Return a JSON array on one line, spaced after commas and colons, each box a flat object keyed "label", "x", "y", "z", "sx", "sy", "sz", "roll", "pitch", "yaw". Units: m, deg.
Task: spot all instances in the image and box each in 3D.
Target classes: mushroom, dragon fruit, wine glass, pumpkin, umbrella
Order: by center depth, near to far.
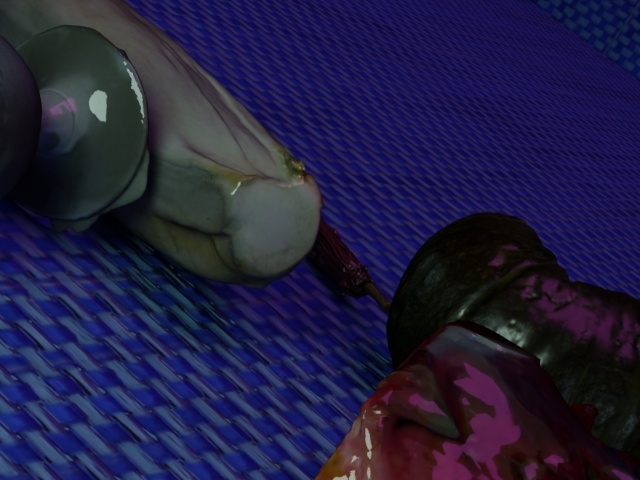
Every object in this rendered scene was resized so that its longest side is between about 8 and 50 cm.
[{"label": "dragon fruit", "x": 0.086, "y": 0.121, "z": 0.672, "sx": 0.161, "sy": 0.126, "sz": 0.274, "roll": 37, "pitch": 17, "yaw": 12}, {"label": "wine glass", "x": -0.169, "y": -0.051, "z": 0.732, "sx": 0.103, "sy": 0.103, "sz": 0.222, "roll": 40, "pitch": 18, "yaw": 20}, {"label": "pumpkin", "x": 0.110, "y": 0.067, "z": 0.886, "sx": 0.183, "sy": 0.119, "sz": 0.107, "roll": 32, "pitch": 14, "yaw": 14}, {"label": "mushroom", "x": -0.124, "y": -0.088, "z": 0.909, "sx": 0.351, "sy": 0.095, "sz": 0.123, "roll": 39, "pitch": -9, "yaw": 30}, {"label": "umbrella", "x": 0.000, "y": 0.000, "z": 1.028, "sx": 0.027, "sy": 0.025, "sz": 0.165, "roll": 0, "pitch": 30, "yaw": -30}]
